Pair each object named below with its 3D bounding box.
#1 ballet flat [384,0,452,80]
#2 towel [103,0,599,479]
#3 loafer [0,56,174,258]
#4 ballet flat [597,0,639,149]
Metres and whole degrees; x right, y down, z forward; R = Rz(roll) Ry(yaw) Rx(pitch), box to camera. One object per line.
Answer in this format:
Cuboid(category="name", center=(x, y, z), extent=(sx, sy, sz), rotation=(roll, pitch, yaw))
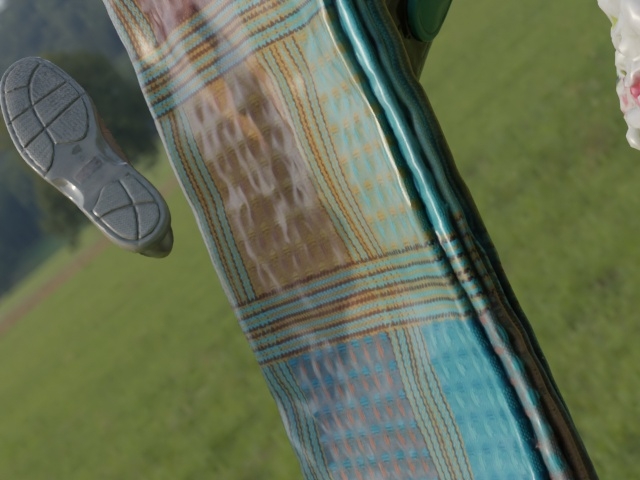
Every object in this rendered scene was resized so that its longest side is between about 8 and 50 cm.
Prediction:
Cuboid(category="ballet flat", center=(0.012, -0.124, 1.166), extent=(0.139, 0.139, 0.400), rotation=(151, 138, -67))
Cuboid(category="towel", center=(0.000, 0.000, 0.906), extent=(0.040, 0.370, 0.271), rotation=(-24, 0, -26))
Cuboid(category="loafer", center=(-0.117, -0.038, 0.910), extent=(0.045, 0.125, 0.039), rotation=(-39, -21, -5))
Cuboid(category="ballet flat", center=(0.110, 0.011, 0.340), extent=(0.091, 0.241, 0.077), rotation=(-29, -5, -31))
